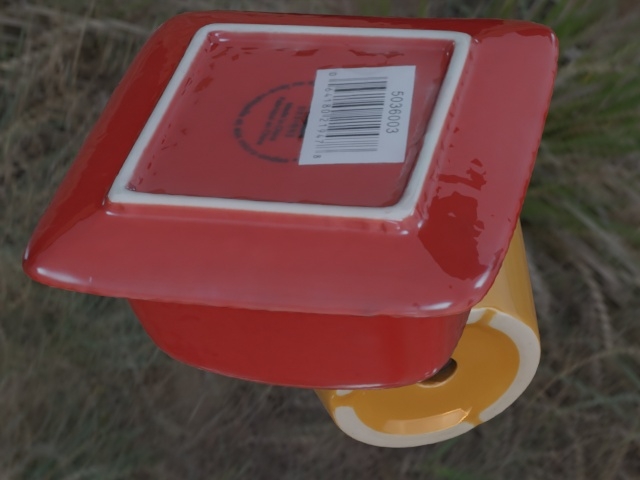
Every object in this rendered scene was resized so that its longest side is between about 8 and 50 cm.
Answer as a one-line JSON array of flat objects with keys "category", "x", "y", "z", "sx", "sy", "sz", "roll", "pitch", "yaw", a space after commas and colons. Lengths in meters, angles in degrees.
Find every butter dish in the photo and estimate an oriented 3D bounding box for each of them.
[{"category": "butter dish", "x": 0.000, "y": 0.000, "z": 0.633, "sx": 0.160, "sy": 0.118, "sz": 0.160, "roll": 3, "pitch": 41, "yaw": 17}]

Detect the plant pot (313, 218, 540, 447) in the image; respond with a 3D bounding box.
[{"category": "plant pot", "x": 0.042, "y": 0.014, "z": 1.078, "sx": 0.205, "sy": 0.205, "sz": 0.188, "roll": -4, "pitch": 49, "yaw": -18}]
